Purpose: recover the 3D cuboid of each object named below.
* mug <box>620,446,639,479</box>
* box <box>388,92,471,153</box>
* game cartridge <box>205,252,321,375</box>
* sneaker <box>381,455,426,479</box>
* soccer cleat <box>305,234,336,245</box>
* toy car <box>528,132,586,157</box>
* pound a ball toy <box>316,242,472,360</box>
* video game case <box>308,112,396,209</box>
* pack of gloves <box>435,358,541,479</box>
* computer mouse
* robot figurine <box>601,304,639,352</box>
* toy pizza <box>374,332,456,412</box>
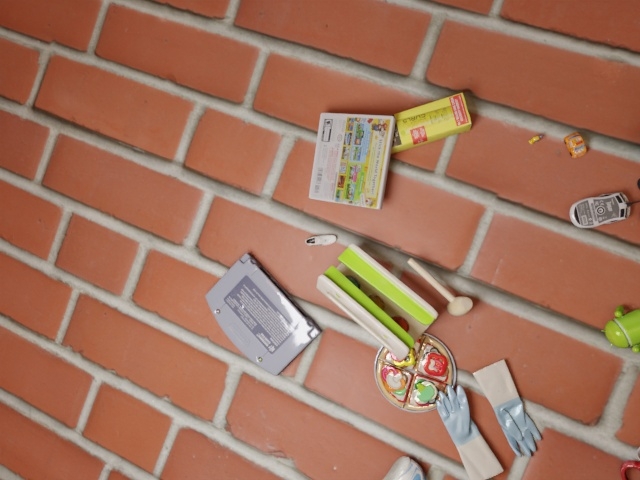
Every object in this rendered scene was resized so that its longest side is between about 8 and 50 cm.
[{"bbox_3d":[0.753,0.529,1.000,0.113,0.150,0.169,-20,86,-24],"label":"mug"},{"bbox_3d":[0.249,-0.285,1.167,0.232,0.058,0.088,-14,84,13],"label":"box"},{"bbox_3d":[-0.164,0.203,1.250,0.196,0.060,0.294,-45,78,4],"label":"game cartridge"},{"bbox_3d":[0.158,0.628,1.138,0.086,0.085,0.237,44,101,4],"label":"sneaker"},{"bbox_3d":[0.000,0.000,1.227,0.083,0.035,0.029,-5,86,14],"label":"soccer cleat"},{"bbox_3d":[0.560,-0.222,1.098,0.121,0.040,0.060,-4,87,13],"label":"toy car"},{"bbox_3d":[0.175,0.140,1.147,0.319,0.136,0.208,39,69,14],"label":"pound a ball toy"},{"bbox_3d":[0.077,-0.204,1.186,0.206,0.026,0.227,12,96,30],"label":"video game case"},{"bbox_3d":[0.396,0.427,1.118,0.195,0.046,0.232,-25,85,0],"label":"pack of gloves"},{"bbox_3d":[0.663,-0.077,1.068,0.192,0.042,0.106,-11,90,7],"label":"computer mouse"},{"bbox_3d":[0.688,0.195,1.034,0.115,0.067,0.101,-27,90,11],"label":"robot figurine"},{"bbox_3d":[0.232,0.326,1.157,0.201,0.032,0.202,-1,87,13],"label":"toy pizza"}]
